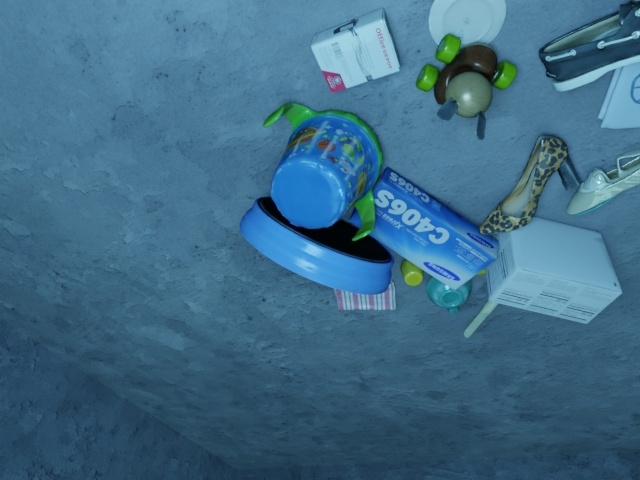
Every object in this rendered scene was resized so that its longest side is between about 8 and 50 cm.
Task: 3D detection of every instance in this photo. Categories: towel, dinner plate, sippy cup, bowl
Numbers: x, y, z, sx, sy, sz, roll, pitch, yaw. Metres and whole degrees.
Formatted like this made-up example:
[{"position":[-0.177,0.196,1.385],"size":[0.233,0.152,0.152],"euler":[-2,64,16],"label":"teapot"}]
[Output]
[{"position":[0.147,0.184,1.545],"size":[0.197,0.029,0.144],"euler":[-1,136,12],"label":"towel"},{"position":[0.277,-0.420,0.894],"size":[0.142,0.017,0.141],"euler":[6,138,6],"label":"dinner plate"},{"position":[0.003,-0.144,1.048],"size":[0.306,0.224,0.239],"euler":[22,127,5],"label":"sippy cup"},{"position":[0.000,0.000,1.150],"size":[0.392,0.391,0.077],"euler":[21,104,-11],"label":"bowl"}]

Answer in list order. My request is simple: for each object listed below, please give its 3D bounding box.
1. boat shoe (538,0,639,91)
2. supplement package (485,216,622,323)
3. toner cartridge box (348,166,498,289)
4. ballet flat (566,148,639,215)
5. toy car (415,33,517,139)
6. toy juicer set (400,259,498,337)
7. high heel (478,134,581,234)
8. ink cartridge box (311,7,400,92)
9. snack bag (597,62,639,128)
[{"position":[0.526,-0.358,0.802],"size":[0.091,0.114,0.303],"euler":[46,142,-19],"label":"boat shoe"},{"position":[0.576,0.065,1.207],"size":[0.262,0.203,0.145],"euler":[14,138,-3],"label":"supplement package"},{"position":[0.264,-0.025,1.220],"size":[0.348,0.075,0.165],"euler":[32,135,-5],"label":"toner cartridge box"},{"position":[0.667,-0.145,1.067],"size":[0.249,0.086,0.086],"euler":[-30,123,31],"label":"ballet flat"},{"position":[0.276,-0.273,0.912],"size":[0.155,0.188,0.149],"euler":[20,147,-10],"label":"toy car"},{"position":[0.413,0.129,1.402],"size":[0.329,0.089,0.209],"euler":[41,117,-18],"label":"toy juicer set"},{"position":[0.456,-0.127,1.101],"size":[0.261,0.093,0.186],"euler":[-36,128,19],"label":"high heel"},{"position":[0.074,-0.377,0.944],"size":[0.151,0.063,0.109],"euler":[-12,132,22],"label":"ink cartridge box"},{"position":[0.737,-0.351,0.861],"size":[0.343,0.037,0.322],"euler":[1,137,11],"label":"snack bag"}]
